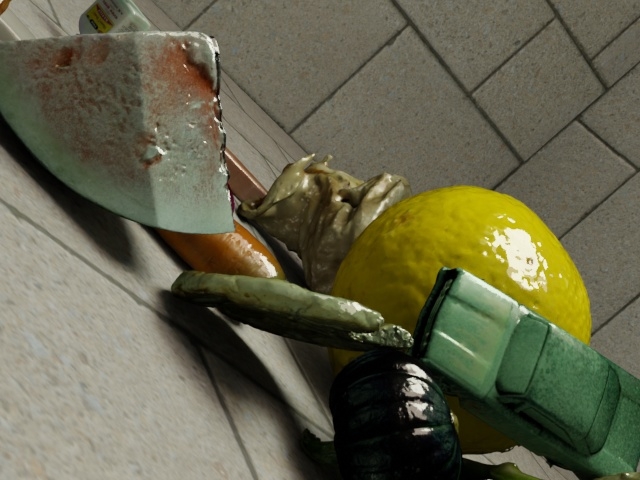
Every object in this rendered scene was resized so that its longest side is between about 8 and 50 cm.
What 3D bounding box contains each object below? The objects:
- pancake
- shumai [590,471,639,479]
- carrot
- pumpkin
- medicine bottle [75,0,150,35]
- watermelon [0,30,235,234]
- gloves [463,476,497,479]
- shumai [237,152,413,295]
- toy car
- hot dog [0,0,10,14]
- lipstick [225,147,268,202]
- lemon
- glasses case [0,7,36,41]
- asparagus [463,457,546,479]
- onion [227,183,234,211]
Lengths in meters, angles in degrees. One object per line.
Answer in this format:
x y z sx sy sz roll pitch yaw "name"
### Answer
-0.032 0.072 1.103 0.254 0.037 0.253 14 -10 3 "pancake"
0.339 0.434 1.161 0.330 0.292 0.288 13 -34 40 "shumai"
-0.124 0.004 1.242 0.193 0.087 0.087 45 7 1 "carrot"
0.075 0.204 1.078 0.194 0.150 0.194 48 4 -4 "pumpkin"
-0.319 -0.309 1.587 0.074 0.118 0.055 53 9 27 "medicine bottle"
-0.210 -0.160 1.088 0.289 0.214 0.320 27 31 -36 "watermelon"
0.174 0.349 1.043 0.268 0.135 0.107 -93 166 -59 "gloves"
0.000 0.000 1.784 0.262 0.267 0.314 20 -34 20 "shumai"
0.247 0.154 1.198 0.321 0.141 0.097 33 -23 -17 "toy car"
-0.422 -0.345 0.942 0.387 0.174 0.267 49 12 -3 "hot dog"
-0.148 -0.112 1.854 0.145 0.045 0.045 47 10 -19 "lipstick"
0.184 0.097 1.422 0.350 0.387 0.350 19 -26 10 "lemon"
-0.378 -0.252 1.208 0.193 0.049 0.074 47 7 -17 "glasses case"
0.238 0.329 1.383 0.082 0.085 0.343 39 -19 -28 "asparagus"
-0.152 -0.058 1.320 0.115 0.104 0.115 36 26 -20 "onion"
